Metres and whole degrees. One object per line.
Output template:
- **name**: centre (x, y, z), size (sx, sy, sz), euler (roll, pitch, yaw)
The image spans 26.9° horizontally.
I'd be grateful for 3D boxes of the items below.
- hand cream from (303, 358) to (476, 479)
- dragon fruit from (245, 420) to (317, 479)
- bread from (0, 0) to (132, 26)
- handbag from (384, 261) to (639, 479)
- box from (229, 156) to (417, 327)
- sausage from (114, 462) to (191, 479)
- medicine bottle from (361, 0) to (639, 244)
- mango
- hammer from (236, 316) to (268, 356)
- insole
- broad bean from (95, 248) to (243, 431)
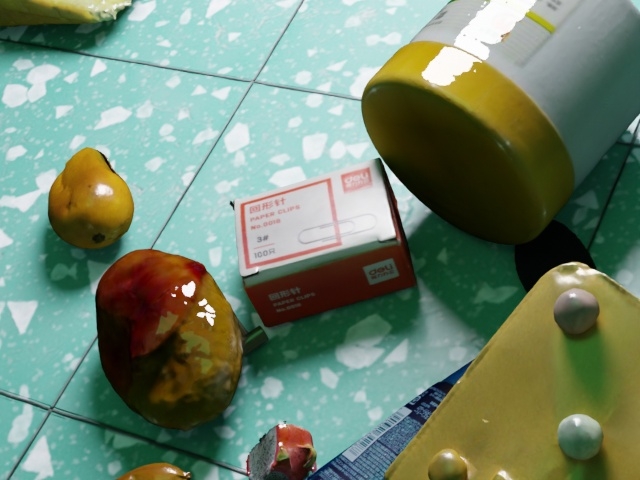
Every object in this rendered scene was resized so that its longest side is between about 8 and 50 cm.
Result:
- **hand cream**: centre (0.066, 0.209, 1.272), size (0.271, 0.061, 0.120), euler (-33, 26, -16)
- **dragon fruit**: centre (-0.033, 0.222, 1.322), size (0.060, 0.083, 0.056), euler (14, 46, -26)
- **bread**: centre (-0.420, -0.439, 1.870), size (0.362, 0.245, 0.233), euler (6, 55, 29)
- **handbag**: centre (0.259, 0.225, 1.064), size (0.283, 0.133, 0.401), euler (-49, 51, 3)
- **box**: centre (0.000, 0.000, 1.456), size (0.182, 0.099, 0.133), euler (-15, 48, 8)
- **sausage**: centre (-0.213, 0.278, 1.348), size (0.183, 0.054, 0.062), euler (-32, 82, -8)
- **medicine bottle**: centre (0.200, -0.154, 1.413), size (0.238, 0.238, 0.232), euler (28, 65, 35)
- **mango**: centre (-0.277, -0.046, 1.610), size (0.105, 0.084, 0.159), euler (-41, 29, 7)
- **hammer**: centre (-0.096, 0.085, 1.483), size (0.035, 0.019, 0.110), euler (-33, 44, -7)
- **insole**: centre (0.254, 0.065, 1.376), size (0.080, 0.003, 0.232), euler (-17, 50, 7)
- **broad bean**: centre (-0.165, 0.102, 1.424), size (0.156, 0.122, 0.228), euler (-30, 46, 1)
